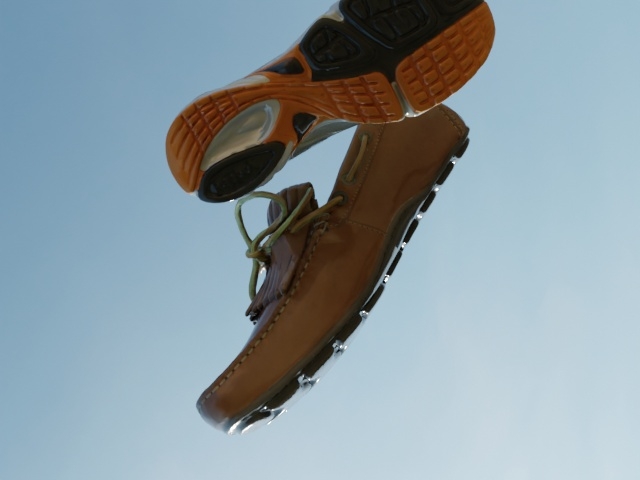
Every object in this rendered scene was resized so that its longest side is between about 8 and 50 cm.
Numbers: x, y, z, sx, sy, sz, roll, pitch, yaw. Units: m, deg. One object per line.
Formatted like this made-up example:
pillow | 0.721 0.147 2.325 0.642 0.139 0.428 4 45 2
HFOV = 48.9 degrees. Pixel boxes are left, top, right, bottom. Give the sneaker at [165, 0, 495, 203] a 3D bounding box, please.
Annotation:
sneaker | 0.005 -0.124 0.553 0.121 0.262 0.099 -76 -39 -73

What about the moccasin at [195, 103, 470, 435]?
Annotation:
moccasin | 0.000 -0.001 0.642 0.147 0.139 0.380 31 -109 4
